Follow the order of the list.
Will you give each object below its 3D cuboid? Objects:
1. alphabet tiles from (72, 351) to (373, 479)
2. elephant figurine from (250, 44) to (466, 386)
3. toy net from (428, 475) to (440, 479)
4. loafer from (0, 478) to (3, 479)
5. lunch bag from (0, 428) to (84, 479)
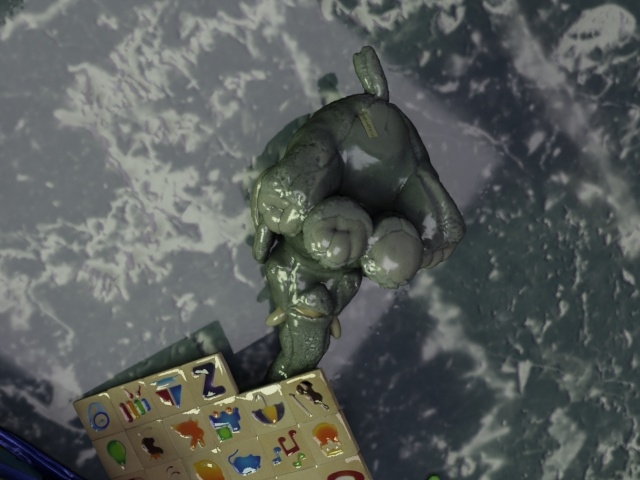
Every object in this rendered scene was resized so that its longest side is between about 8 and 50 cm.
[{"bbox_3d":[-0.079,0.195,0.720,0.237,0.009,0.198,-21,99,20],"label":"alphabet tiles"},{"bbox_3d":[0.000,0.000,0.702,0.186,0.239,0.169,-40,83,-28],"label":"elephant figurine"},{"bbox_3d":[0.098,0.349,0.791,0.122,0.045,0.232,27,92,-10],"label":"toy net"},{"bbox_3d":[-0.195,0.299,0.665,0.112,0.111,0.319,-48,126,-7],"label":"loafer"},{"bbox_3d":[-0.335,0.258,0.691,0.293,0.138,0.221,37,87,-20],"label":"lunch bag"}]
